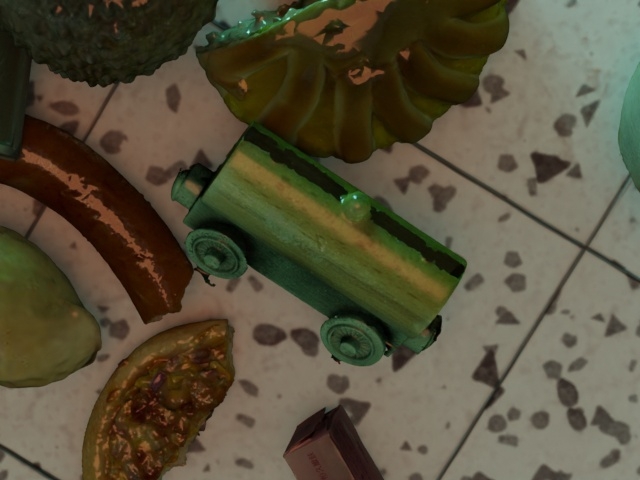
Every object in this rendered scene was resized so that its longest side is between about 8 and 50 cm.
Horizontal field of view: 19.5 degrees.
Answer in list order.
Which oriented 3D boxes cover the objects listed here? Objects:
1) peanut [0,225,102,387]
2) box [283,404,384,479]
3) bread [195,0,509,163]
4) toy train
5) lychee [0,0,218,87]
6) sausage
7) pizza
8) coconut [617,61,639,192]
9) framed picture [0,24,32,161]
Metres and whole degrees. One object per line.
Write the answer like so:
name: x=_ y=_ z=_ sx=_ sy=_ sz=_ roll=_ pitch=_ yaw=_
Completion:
peanut: x=-0.389 y=0.057 z=1.866 sx=0.340 sy=0.158 sz=0.174 roll=5 pitch=94 yaw=0
box: x=0.026 y=0.252 z=1.905 sx=0.060 sy=0.111 sz=0.156 roll=-27 pitch=95 yaw=13
bread: x=0.039 y=-0.238 z=1.813 sx=0.333 sy=0.160 sz=0.333 roll=0 pitch=99 yaw=0
toy train: x=0.004 y=-0.006 z=1.831 sx=0.307 sy=0.126 sz=0.189 roll=33 pitch=132 yaw=-4
lychee: x=-0.203 y=-0.271 z=1.767 sx=0.255 sy=0.274 sz=0.255 roll=0 pitch=55 yaw=0
sausage: x=-0.246 y=-0.040 z=1.889 sx=0.302 sy=0.076 sz=0.103 roll=41 pitch=96 yaw=-4
pizza: x=-0.172 y=0.179 z=1.927 sx=0.246 sy=0.058 sz=0.127 roll=-43 pitch=95 yaw=9
coconut: x=0.395 y=-0.098 z=1.781 sx=0.241 sy=0.241 sz=0.241 roll=0 pitch=98 yaw=1
framed picture: x=-0.417 y=-0.207 z=1.800 sx=0.289 sy=0.016 sz=0.213 roll=12 pitch=72 yaw=-25
